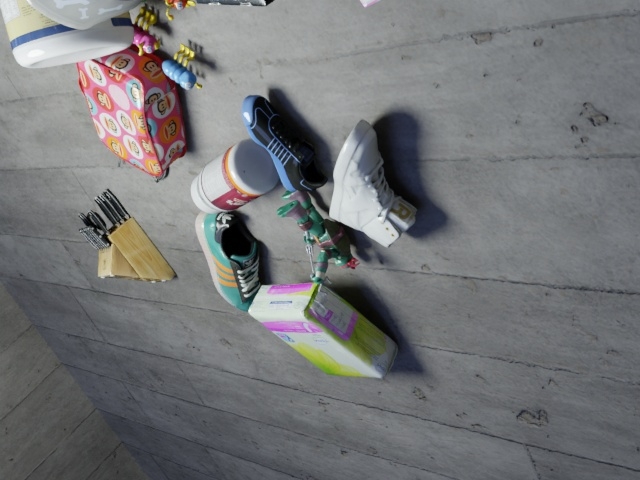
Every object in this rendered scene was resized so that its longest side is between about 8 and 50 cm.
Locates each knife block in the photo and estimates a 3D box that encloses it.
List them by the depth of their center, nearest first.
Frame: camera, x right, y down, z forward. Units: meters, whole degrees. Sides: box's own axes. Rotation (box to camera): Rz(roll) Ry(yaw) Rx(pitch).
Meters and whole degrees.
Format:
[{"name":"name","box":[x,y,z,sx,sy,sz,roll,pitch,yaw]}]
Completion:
[{"name":"knife block","box":[-0.544,-0.011,2.387,0.275,0.242,0.088,9,170,-38]}]

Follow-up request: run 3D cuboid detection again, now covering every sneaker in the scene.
[{"name":"sneaker","box":[0.114,-0.097,1.581,0.169,0.108,0.293,31,155,14]},{"name":"sneaker","box":[-0.065,-0.194,1.676,0.090,0.081,0.232,-1,133,42]},{"name":"sneaker","box":[-0.201,0.060,2.068,0.121,0.108,0.302,11,134,45]}]

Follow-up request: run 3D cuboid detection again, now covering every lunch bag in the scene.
[{"name":"lunch bag","box":[-0.435,-0.304,1.892,0.258,0.120,0.293,27,144,23]}]

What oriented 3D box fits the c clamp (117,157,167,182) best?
[{"name":"c clamp","box":[-0.445,-0.199,2.115,0.160,0.022,0.137,33,141,17]}]

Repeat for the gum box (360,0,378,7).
[{"name":"gum box","box":[0.136,-0.410,1.192,0.188,0.107,0.062,-11,120,51]}]

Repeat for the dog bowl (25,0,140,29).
[{"name":"dog bowl","box":[-0.399,-0.536,1.413,0.102,0.349,0.349,-11,121,35]}]

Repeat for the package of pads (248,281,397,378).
[{"name":"package of pads","box":[0.012,0.209,1.966,0.296,0.101,0.229,41,153,-29]}]

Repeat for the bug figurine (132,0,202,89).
[{"name":"bug figurine","box":[-0.318,-0.425,1.660,0.216,0.072,0.279,35,147,25]}]

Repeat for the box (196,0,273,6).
[{"name":"box","box":[-0.175,-0.513,1.449,0.175,0.051,0.220,13,137,37]}]

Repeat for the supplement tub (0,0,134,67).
[{"name":"supplement tub","box":[-0.491,-0.498,1.568,0.228,0.228,0.316,-3,103,47]}]

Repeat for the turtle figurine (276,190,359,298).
[{"name":"turtle figurine","box":[0.000,0.000,1.794,0.234,0.118,0.175,55,-175,-22]}]

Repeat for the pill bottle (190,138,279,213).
[{"name":"pill bottle","box":[-0.190,-0.132,1.829,0.121,0.121,0.221,50,146,-12]}]
